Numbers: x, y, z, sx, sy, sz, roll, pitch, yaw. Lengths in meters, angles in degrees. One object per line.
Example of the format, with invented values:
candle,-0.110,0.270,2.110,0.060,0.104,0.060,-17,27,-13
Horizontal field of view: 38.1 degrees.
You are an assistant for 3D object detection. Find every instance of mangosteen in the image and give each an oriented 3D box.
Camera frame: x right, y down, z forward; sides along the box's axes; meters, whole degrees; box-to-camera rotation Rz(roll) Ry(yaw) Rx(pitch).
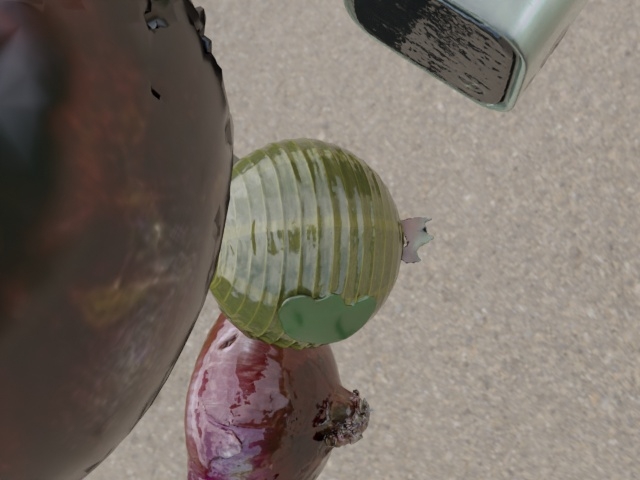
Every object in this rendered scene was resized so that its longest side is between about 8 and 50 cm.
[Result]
mangosteen,-0.236,-0.021,0.440,0.421,0.381,0.381,128,147,-59

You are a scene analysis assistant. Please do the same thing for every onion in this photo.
onion,-0.055,0.254,1.380,0.286,0.347,0.347,5,70,18

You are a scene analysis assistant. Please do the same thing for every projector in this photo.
projector,0.190,-0.332,1.063,0.248,0.248,0.249,34,85,10

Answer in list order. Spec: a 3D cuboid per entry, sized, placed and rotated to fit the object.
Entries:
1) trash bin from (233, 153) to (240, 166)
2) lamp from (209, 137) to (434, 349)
trash bin,-0.196,-0.099,1.778,0.122,0.240,0.164,-49,16,19
lamp,0.000,0.000,1.088,0.250,0.284,0.250,176,90,-70
